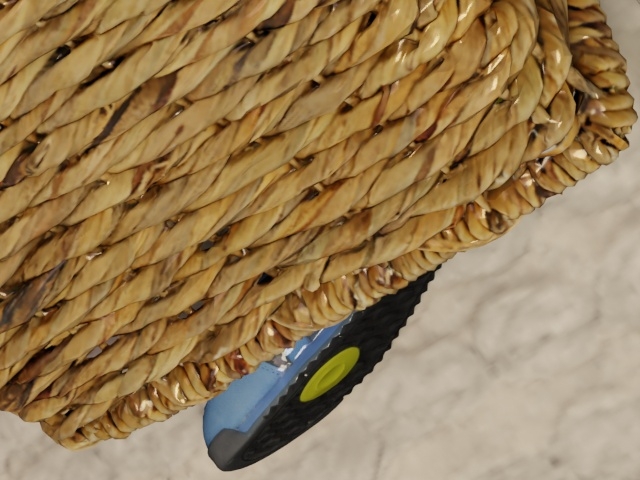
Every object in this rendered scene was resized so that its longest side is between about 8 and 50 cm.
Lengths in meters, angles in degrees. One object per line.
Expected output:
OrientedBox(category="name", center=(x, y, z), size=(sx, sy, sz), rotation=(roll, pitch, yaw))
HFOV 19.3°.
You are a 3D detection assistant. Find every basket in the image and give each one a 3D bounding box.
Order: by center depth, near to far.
OrientedBox(category="basket", center=(-0.071, -0.093, 0.686), size=(0.299, 0.213, 0.223), rotation=(-33, 133, 33))

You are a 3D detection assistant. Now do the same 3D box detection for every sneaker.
OrientedBox(category="sneaker", center=(0.000, 0.000, 0.745), size=(0.082, 0.069, 0.209), rotation=(43, 120, 20))

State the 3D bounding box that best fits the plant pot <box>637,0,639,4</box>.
OrientedBox(category="plant pot", center=(0.116, -0.198, 0.571), size=(0.167, 0.188, 0.187), rotation=(-35, 94, 14))
